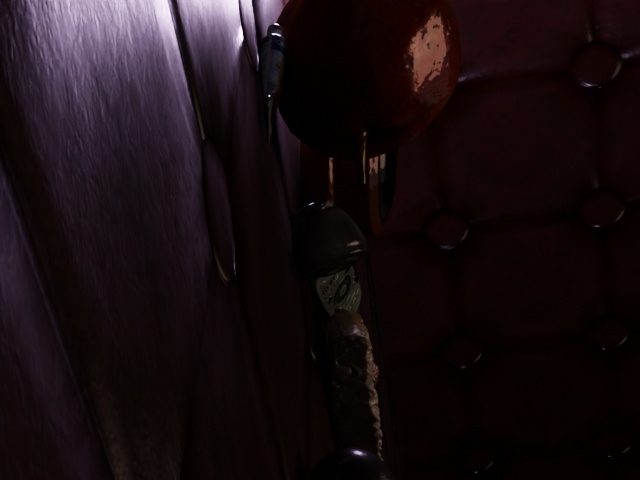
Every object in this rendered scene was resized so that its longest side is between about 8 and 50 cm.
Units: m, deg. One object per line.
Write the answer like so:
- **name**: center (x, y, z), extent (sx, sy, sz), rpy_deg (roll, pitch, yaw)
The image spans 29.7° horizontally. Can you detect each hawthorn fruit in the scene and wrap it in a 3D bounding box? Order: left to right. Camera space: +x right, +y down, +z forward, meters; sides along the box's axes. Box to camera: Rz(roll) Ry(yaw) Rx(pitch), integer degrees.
- **hawthorn fruit**: center (0.064, -0.232, 1.766), extent (0.287, 0.287, 0.330), rpy_deg (69, 23, -68)

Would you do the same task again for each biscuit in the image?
- **biscuit**: center (0.051, 0.232, 2.028), extent (0.179, 0.084, 0.281), rpy_deg (-97, 179, -62)

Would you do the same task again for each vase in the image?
- **vase**: center (0.022, 0.323, 1.505), extent (0.183, 0.120, 0.120), rpy_deg (9, 73, -66)

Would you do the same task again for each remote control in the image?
- **remote control**: center (0.025, 0.081, 2.056), extent (0.097, 0.045, 0.256), rpy_deg (-60, 160, -17)

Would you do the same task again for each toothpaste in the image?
- **toothpaste**: center (-0.068, -0.228, 1.668), extent (0.062, 0.037, 0.216), rpy_deg (89, 2, -46)

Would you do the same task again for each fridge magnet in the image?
- **fridge magnet**: center (0.047, -0.147, 2.069), extent (0.363, 0.155, 0.364), rpy_deg (2, 90, -81)

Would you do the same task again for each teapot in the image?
- **teapot**: center (0.009, -0.004, 1.786), extent (0.149, 0.111, 0.108), rpy_deg (28, 40, -77)

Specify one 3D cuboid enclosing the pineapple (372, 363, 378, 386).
- **pineapple**: center (0.097, 0.322, 2.539), extent (0.058, 0.058, 0.124), rpy_deg (66, 22, -72)
